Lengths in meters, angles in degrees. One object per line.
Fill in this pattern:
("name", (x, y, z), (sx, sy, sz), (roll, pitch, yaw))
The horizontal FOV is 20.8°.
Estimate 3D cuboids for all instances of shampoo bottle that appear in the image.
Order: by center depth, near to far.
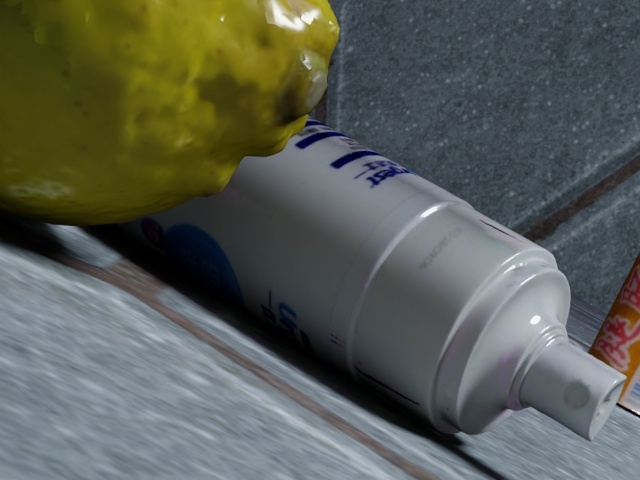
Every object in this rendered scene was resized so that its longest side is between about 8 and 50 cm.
("shampoo bottle", (0.000, 0.000, 0.755), (0.303, 0.092, 0.092), (31, 5, 30))

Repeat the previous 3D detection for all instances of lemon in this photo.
("lemon", (-0.107, -0.111, 0.667), (0.260, 0.204, 0.204), (30, 4, 21))

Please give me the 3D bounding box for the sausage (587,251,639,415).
("sausage", (0.306, -0.011, 1.338), (0.093, 0.312, 0.093), (26, 3, -2))
